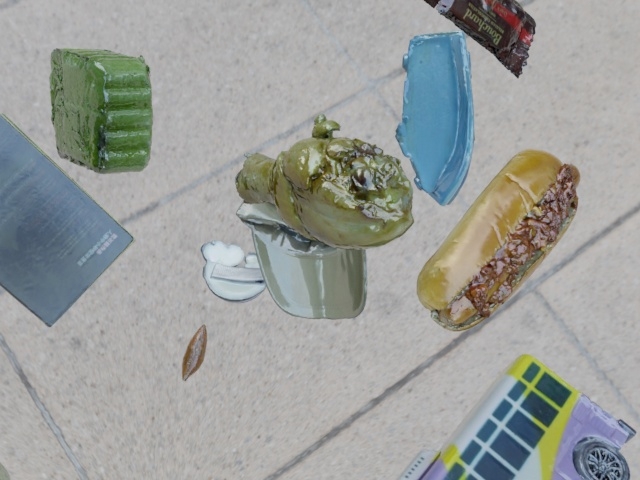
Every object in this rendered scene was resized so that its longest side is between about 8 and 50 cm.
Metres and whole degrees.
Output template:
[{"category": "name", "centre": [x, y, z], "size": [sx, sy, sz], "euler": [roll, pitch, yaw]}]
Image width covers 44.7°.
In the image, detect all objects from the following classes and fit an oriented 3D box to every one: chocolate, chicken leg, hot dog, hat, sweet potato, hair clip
[{"category": "chocolate", "centre": [0.181, -0.256, 0.861], "size": [0.182, 0.028, 0.086], "euler": [29, 75, -39]}, {"category": "chicken leg", "centre": [-0.009, -0.055, 0.701], "size": [0.088, 0.103, 0.228], "euler": [-41, 38, -22]}, {"category": "hot dog", "centre": [0.193, -0.008, 0.786], "size": [0.249, 0.076, 0.102], "euler": [-45, 111, -26]}, {"category": "hat", "centre": [0.000, 0.000, 0.984], "size": [0.166, 0.173, 0.144], "euler": [-1, 41, 21]}, {"category": "sweet potato", "centre": [-0.200, 0.181, 1.250], "size": [0.034, 0.034, 0.095], "euler": [22, 83, -2]}, {"category": "hair clip", "centre": [-0.134, 0.056, 1.349], "size": [0.172, 0.049, 0.116], "euler": [4, 49, 11]}]

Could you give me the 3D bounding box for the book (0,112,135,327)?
[{"category": "book", "centre": [-0.368, -0.023, 0.970], "size": [0.160, 0.024, 0.228], "euler": [-47, 106, -7]}]

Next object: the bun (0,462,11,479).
[{"category": "bun", "centre": [-0.276, 0.155, 0.356], "size": [0.273, 0.272, 0.168], "euler": [-30, 35, -21]}]

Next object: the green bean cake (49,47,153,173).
[{"category": "green bean cake", "centre": [-0.370, -0.218, 1.311], "size": [0.113, 0.200, 0.214], "euler": [-13, 26, -39]}]

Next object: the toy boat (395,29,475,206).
[{"category": "toy boat", "centre": [0.168, -0.166, 1.084], "size": [0.109, 0.098, 0.237], "euler": [2, 94, 31]}]

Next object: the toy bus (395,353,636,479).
[{"category": "toy bus", "centre": [0.236, 0.388, 1.114], "size": [0.249, 0.209, 0.440], "euler": [39, 52, 15]}]
